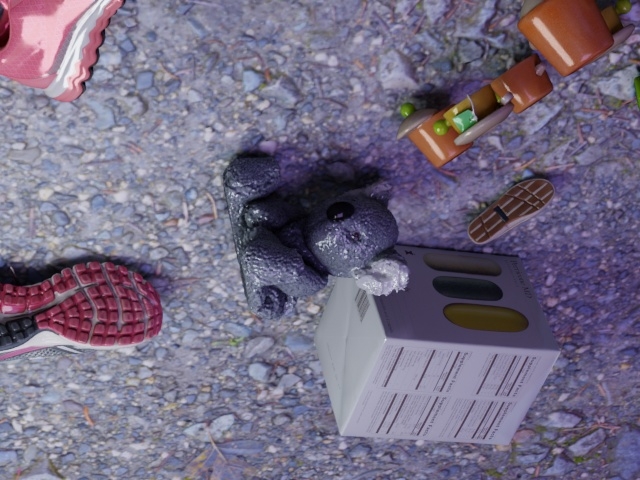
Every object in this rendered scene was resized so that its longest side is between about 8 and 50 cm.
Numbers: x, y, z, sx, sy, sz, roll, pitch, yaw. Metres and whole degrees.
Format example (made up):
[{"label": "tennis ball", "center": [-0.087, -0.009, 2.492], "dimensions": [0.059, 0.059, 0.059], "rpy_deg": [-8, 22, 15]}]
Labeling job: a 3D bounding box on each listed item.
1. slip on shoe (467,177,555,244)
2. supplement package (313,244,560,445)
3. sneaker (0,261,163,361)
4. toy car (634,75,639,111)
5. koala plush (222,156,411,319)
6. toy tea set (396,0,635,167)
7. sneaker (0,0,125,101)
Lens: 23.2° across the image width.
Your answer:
[{"label": "slip on shoe", "center": [0.265, -0.040, 2.158], "dimensions": [0.135, 0.051, 0.041], "rpy_deg": [-38, 171, 10]}, {"label": "supplement package", "center": [0.157, 0.145, 2.188], "dimensions": [0.262, 0.199, 0.198], "rpy_deg": [6, 130, -20]}, {"label": "sneaker", "center": [-0.360, 0.100, 2.082], "dimensions": [0.299, 0.121, 0.112], "rpy_deg": [-1, 162, -15]}, {"label": "toy car", "center": [0.472, -0.237, 1.969], "dimensions": [0.155, 0.149, 0.188], "rpy_deg": [-11, 124, 10]}, {"label": "koala plush", "center": [0.000, 0.000, 2.033], "dimensions": [0.221, 0.196, 0.203], "rpy_deg": [-12, 146, -5]}, {"label": "toy tea set", "center": [0.225, -0.219, 1.928], "dimensions": [0.336, 0.200, 0.124], "rpy_deg": [-34, 88, 15]}, {"label": "sneaker", "center": [-0.289, -0.287, 1.722], "dimensions": [0.136, 0.116, 0.314], "rpy_deg": [13, 128, -23]}]
